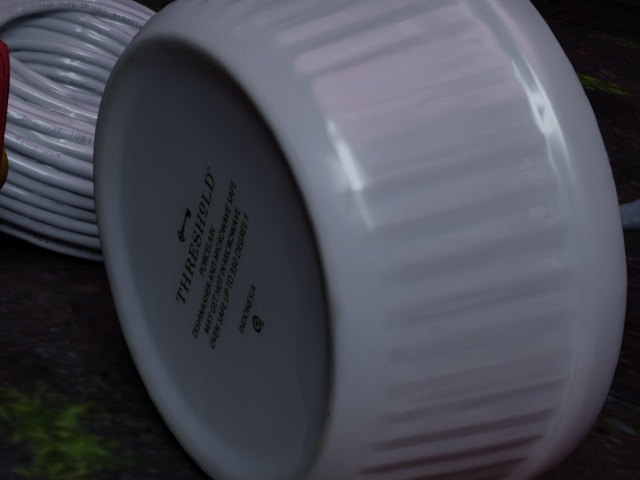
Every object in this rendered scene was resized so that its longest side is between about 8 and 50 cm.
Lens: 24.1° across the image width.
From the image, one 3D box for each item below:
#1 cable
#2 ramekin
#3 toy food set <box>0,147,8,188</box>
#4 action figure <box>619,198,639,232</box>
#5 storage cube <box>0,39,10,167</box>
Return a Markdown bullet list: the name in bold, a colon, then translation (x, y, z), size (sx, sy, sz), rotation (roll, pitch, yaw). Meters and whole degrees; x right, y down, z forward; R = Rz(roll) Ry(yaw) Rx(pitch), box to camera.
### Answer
- **cable**: translation (-0.161, -0.090, 0.946), size (0.257, 0.089, 0.257), rotation (16, 27, -19)
- **ramekin**: translation (0.000, 0.000, 0.679), size (0.127, 0.273, 0.273), rotation (-16, 36, -31)
- **toy food set**: translation (-0.285, -0.028, 0.737), size (0.232, 0.111, 0.104), rotation (19, 22, 4)
- **action figure**: translation (0.257, 0.036, 0.702), size (0.248, 0.276, 0.370), rotation (31, 48, -15)
- **storage cube**: translation (-0.241, 0.019, 0.537), size (0.184, 0.215, 0.193), rotation (18, 29, 6)
